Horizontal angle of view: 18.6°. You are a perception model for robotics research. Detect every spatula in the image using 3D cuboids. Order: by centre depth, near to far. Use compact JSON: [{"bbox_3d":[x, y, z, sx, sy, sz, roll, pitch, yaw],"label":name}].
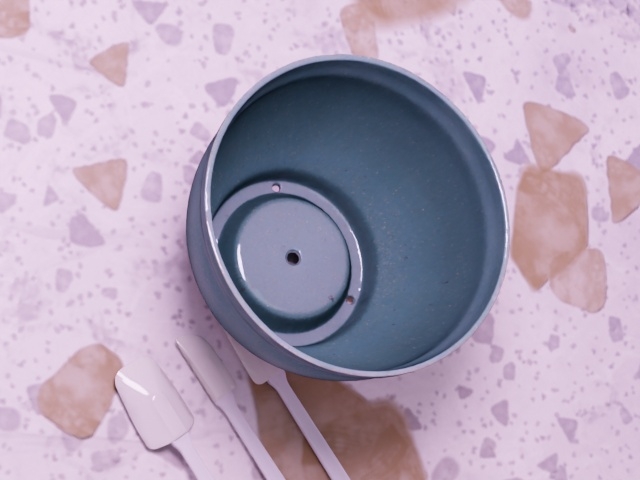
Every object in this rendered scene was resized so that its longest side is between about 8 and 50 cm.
[{"bbox_3d":[-0.070,0.188,1.838,0.168,0.019,0.242,-33,95,-31],"label":"spatula"}]

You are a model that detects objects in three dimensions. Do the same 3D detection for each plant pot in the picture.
[{"bbox_3d":[0.000,0.000,1.799,0.293,0.196,0.293,7,73,-22],"label":"plant pot"}]
